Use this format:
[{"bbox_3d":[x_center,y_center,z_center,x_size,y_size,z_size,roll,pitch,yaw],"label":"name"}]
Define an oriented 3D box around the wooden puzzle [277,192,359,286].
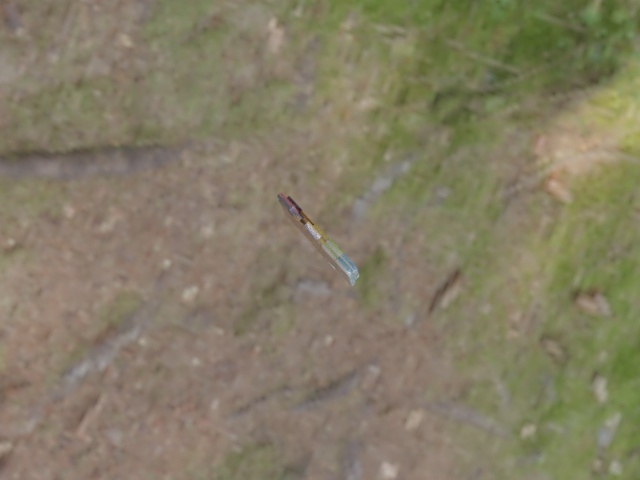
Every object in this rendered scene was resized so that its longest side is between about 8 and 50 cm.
[{"bbox_3d":[0.000,0.000,0.800,0.006,0.049,0.083,-42,173,-3],"label":"wooden puzzle"}]
